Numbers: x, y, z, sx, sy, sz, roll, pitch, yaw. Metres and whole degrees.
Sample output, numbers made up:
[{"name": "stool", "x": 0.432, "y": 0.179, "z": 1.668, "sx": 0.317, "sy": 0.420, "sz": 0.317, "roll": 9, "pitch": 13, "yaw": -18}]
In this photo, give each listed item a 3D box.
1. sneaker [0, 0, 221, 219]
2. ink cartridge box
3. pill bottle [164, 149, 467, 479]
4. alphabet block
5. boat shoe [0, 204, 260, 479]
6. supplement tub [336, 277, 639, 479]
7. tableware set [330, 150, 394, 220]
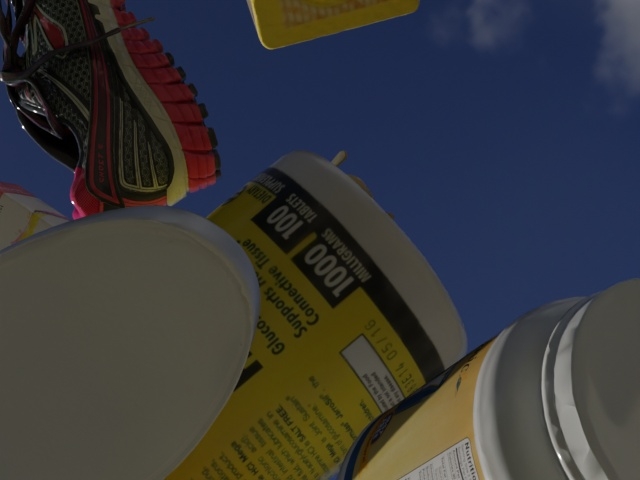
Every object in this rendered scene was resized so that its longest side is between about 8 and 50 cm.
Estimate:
[{"name": "sneaker", "x": -0.190, "y": -0.144, "z": 1.012, "sx": 0.112, "sy": 0.299, "sz": 0.121, "roll": -30, "pitch": -22, "yaw": -16}, {"name": "ink cartridge box", "x": -0.314, "y": 0.027, "z": 1.543, "sx": 0.067, "sy": 0.198, "sz": 0.115, "roll": 10, "pitch": -72, "yaw": -63}, {"name": "pill bottle", "x": -0.081, "y": 0.110, "z": 0.917, "sx": 0.334, "sy": 0.188, "sz": 0.188, "roll": -40, "pitch": -41, "yaw": -9}, {"name": "alphabet block", "x": -0.010, "y": -0.362, "z": 1.557, "sx": 0.192, "sy": 0.197, "sz": 0.193, "roll": -16, "pitch": -45, "yaw": -1}, {"name": "boat shoe", "x": -0.136, "y": 0.079, "z": 0.582, "sx": 0.108, "sy": 0.102, "sz": 0.301, "roll": 45, "pitch": -66, "yaw": -7}, {"name": "supplement tub", "x": 0.109, "y": 0.114, "z": 0.656, "sx": 0.144, "sy": 0.144, "sz": 0.199, "roll": -5, "pitch": -24, "yaw": -33}, {"name": "tableware set", "x": 0.000, "y": 0.000, "z": 1.654, "sx": 0.039, "sy": 0.128, "sz": 0.194, "roll": 14, "pitch": -47, "yaw": -44}]
